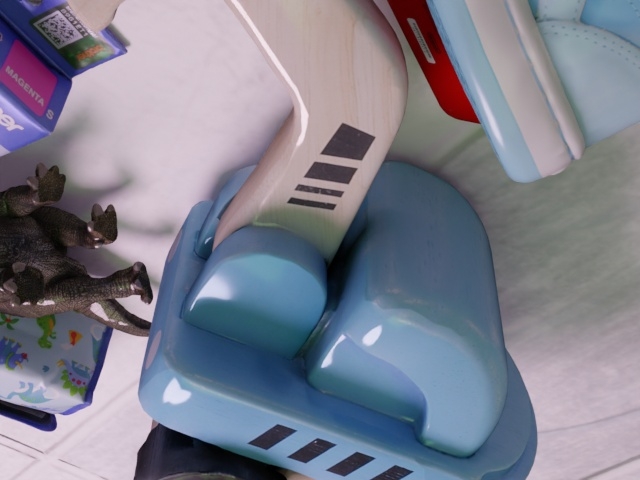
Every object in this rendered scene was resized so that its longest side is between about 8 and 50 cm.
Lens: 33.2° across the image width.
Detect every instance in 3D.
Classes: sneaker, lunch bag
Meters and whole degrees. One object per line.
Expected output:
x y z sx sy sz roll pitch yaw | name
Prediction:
0.121 -0.200 0.460 0.208 0.127 0.319 -21 116 10 | sneaker
-0.268 0.102 0.925 0.129 0.096 0.151 26 153 -23 | lunch bag

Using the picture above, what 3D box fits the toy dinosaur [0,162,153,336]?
-0.228 0.014 0.797 0.160 0.120 0.314 -3 175 30 | toy dinosaur

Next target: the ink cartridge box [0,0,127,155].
-0.302 -0.113 0.696 0.311 0.065 0.186 -19 133 28 | ink cartridge box

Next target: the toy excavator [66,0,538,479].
0.000 0.000 0.690 0.433 0.222 0.445 23 125 -15 | toy excavator

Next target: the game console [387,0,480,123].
0.115 -0.138 0.616 0.124 0.085 0.144 18 152 42 | game console
